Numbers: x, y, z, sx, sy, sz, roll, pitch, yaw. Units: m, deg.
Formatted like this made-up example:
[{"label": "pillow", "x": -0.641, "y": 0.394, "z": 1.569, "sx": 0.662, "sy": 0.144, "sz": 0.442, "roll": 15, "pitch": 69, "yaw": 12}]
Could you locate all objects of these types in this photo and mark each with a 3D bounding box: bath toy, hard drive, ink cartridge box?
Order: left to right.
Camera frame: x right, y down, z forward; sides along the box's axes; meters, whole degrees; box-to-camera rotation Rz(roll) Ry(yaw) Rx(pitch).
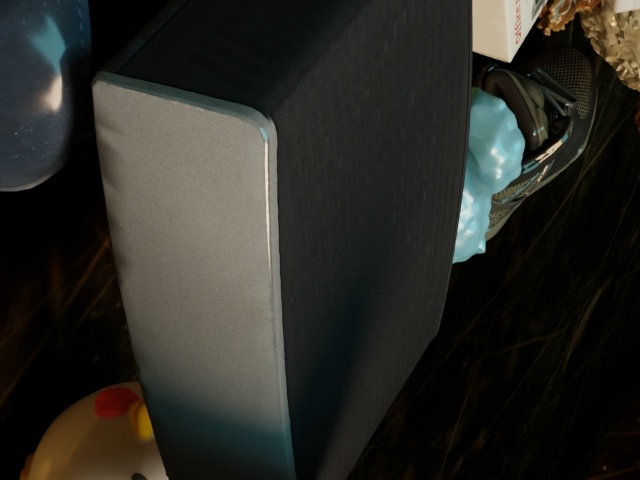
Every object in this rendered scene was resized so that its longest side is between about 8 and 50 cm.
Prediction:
[{"label": "bath toy", "x": -0.012, "y": 0.040, "z": 0.634, "sx": 0.348, "sy": 0.129, "sz": 0.151, "roll": -46, "pitch": 116, "yaw": -39}, {"label": "hard drive", "x": 0.000, "y": 0.000, "z": 0.433, "sx": 0.172, "sy": 0.054, "sz": 0.254, "roll": -53, "pitch": 155, "yaw": -35}, {"label": "ink cartridge box", "x": 0.131, "y": -0.203, "z": 0.789, "sx": 0.135, "sy": 0.056, "sz": 0.099, "roll": -58, "pitch": 156, "yaw": -19}]

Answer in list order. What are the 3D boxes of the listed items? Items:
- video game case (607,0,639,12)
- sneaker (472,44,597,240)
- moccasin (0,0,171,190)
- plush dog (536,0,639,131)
[{"label": "video game case", "x": 0.135, "y": -0.285, "z": 0.597, "sx": 0.285, "sy": 0.025, "sz": 0.204, "roll": 77, "pitch": -1, "yaw": -55}, {"label": "sneaker", "x": 0.162, "y": -0.096, "z": 0.893, "sx": 0.227, "sy": 0.087, "sz": 0.130, "roll": -43, "pitch": 170, "yaw": -34}, {"label": "moccasin", "x": -0.107, "y": -0.076, "z": 0.332, "sx": 0.342, "sy": 0.117, "sz": 0.137, "roll": -38, "pitch": 145, "yaw": -47}, {"label": "plush dog", "x": 0.291, "y": -0.148, "z": 0.890, "sx": 0.210, "sy": 0.262, "sz": 0.225, "roll": -43, "pitch": 107, "yaw": -19}]
